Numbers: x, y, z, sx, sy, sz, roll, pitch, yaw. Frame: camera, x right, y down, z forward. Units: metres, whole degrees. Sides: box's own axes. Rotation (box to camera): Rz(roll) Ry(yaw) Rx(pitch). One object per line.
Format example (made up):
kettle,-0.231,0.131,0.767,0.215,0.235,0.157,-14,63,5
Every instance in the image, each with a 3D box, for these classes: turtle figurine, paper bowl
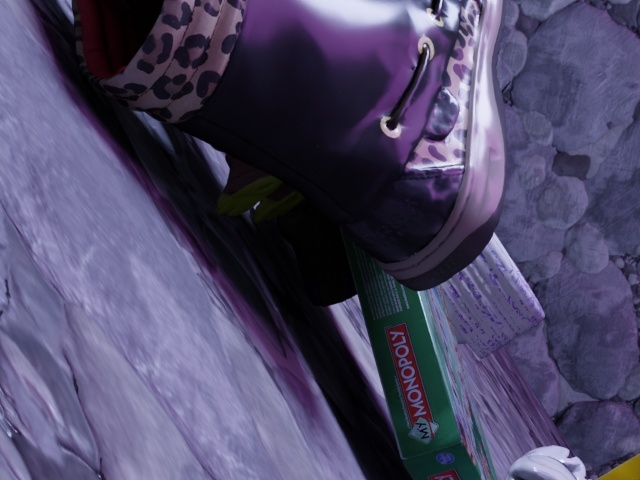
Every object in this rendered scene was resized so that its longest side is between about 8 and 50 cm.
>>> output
turtle figurine,-0.077,-0.122,1.197,0.217,0.087,0.269,61,3,12
paper bowl,0.115,0.005,1.828,0.284,0.148,0.284,57,7,-10

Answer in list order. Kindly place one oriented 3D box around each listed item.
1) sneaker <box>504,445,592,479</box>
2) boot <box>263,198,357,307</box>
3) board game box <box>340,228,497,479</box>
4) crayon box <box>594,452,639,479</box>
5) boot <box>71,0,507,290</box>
sneaker,0.299,0.354,1.794,0.292,0.110,0.118,51,11,19
boot,0.000,0.000,1.381,0.219,0.082,0.106,-5,81,-83
board game box,0.068,0.060,1.230,0.213,0.046,0.317,62,11,-56
crayon box,0.306,0.259,1.022,0.313,0.363,0.106,60,7,23
boot,-0.017,-0.172,1.106,0.284,0.138,0.377,27,47,-33
